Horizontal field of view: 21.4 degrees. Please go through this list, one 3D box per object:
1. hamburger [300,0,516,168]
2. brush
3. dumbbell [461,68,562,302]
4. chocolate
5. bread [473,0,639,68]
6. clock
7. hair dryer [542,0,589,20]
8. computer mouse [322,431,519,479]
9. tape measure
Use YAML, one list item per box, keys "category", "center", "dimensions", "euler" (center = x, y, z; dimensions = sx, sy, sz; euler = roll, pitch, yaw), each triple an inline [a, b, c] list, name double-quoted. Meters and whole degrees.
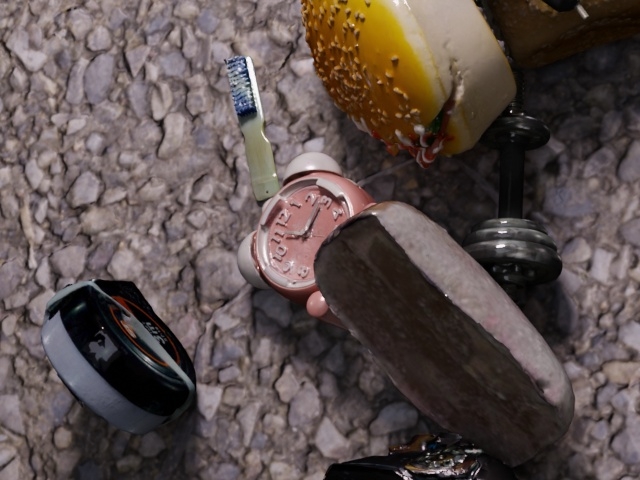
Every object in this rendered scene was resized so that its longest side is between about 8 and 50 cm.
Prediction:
- category: "hamburger"
  center: [0.078, -0.200, 1.749]
  dimensions: [0.151, 0.227, 0.295]
  euler: [-30, 28, -5]
- category: "brush"
  center: [-0.078, -0.131, 1.930]
  dimensions: [0.033, 0.030, 0.178]
  euler: [-16, 73, 9]
- category: "dumbbell"
  center: [0.198, -0.059, 1.760]
  dimensions: [0.110, 0.110, 0.254]
  euler: [-4, 72, 22]
- category: "chocolate"
  center: [0.132, 0.087, 1.694]
  dimensions: [0.303, 0.100, 0.185]
  euler: [48, 143, 2]
- category: "bread"
  center: [0.251, -0.299, 1.742]
  dimensions: [0.246, 0.176, 0.195]
  euler: [-20, 69, 20]
- category: "clock"
  center: [0.000, 0.000, 1.841]
  dimensions: [0.162, 0.093, 0.166]
  euler: [34, 95, 34]
- category: "hair dryer"
  center: [0.169, -0.276, 1.639]
  dimensions: [0.219, 0.124, 0.071]
  euler: [37, 121, 12]
- category: "computer mouse"
  center: [0.097, 0.273, 1.725]
  dimensions: [0.242, 0.077, 0.146]
  euler: [-10, 89, 30]
- category: "tape measure"
  center: [-0.222, 0.126, 1.853]
  dimensions: [0.107, 0.181, 0.182]
  euler: [-44, 67, 13]
